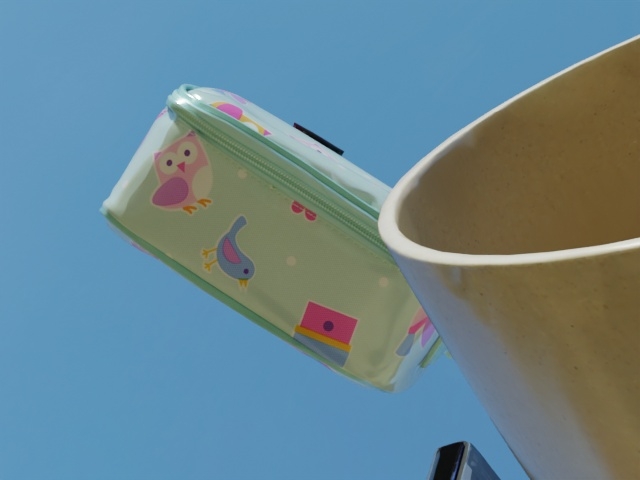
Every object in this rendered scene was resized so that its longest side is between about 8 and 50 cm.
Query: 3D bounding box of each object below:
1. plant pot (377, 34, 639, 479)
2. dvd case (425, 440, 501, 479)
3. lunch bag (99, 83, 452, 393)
[{"bbox_3d":[0.190,0.068,0.460,0.256,0.256,0.274,-20,-76,15],"label":"plant pot"},{"bbox_3d":[0.092,0.252,0.738,0.029,0.239,0.179,-21,-62,34],"label":"dvd case"},{"bbox_3d":[0.000,0.000,0.872,0.224,0.279,0.108,31,-85,6],"label":"lunch bag"}]
